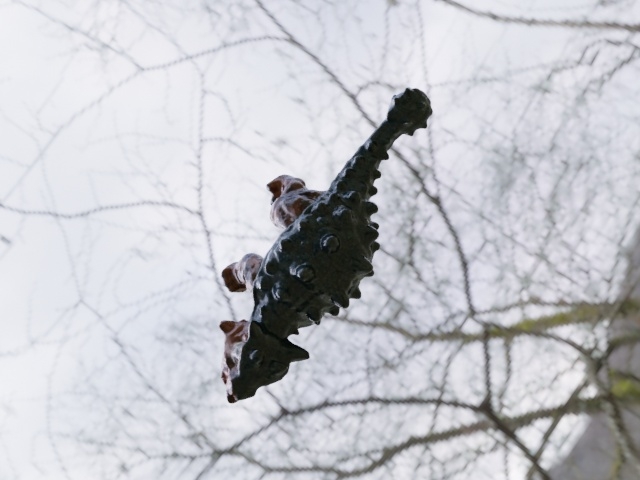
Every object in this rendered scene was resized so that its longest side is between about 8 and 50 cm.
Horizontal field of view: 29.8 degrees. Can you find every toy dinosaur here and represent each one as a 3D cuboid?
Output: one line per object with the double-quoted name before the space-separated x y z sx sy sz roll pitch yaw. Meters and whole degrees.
"toy dinosaur" 0.000 0.000 0.504 0.049 0.055 0.154 35 -97 -26
